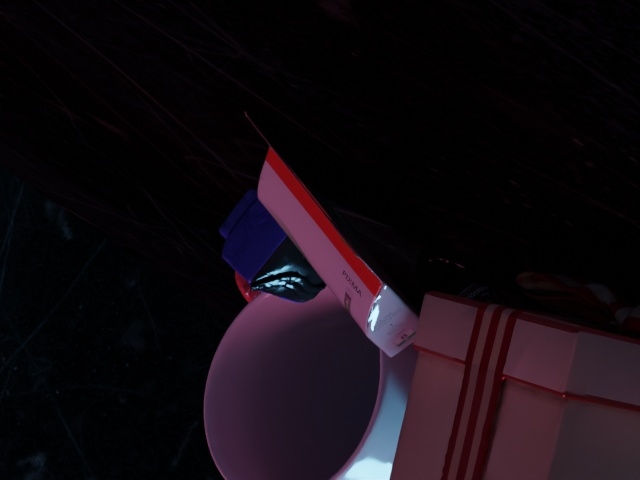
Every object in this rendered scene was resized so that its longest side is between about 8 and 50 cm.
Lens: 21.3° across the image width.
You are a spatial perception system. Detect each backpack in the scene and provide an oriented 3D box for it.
[{"bbox_3d":[-0.034,0.001,1.748,0.120,0.098,0.101,26,-160,-52],"label":"backpack"}]

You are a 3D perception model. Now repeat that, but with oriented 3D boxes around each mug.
[{"bbox_3d":[0.047,0.260,2.080,0.276,0.374,0.328,24,179,44],"label":"mug"}]

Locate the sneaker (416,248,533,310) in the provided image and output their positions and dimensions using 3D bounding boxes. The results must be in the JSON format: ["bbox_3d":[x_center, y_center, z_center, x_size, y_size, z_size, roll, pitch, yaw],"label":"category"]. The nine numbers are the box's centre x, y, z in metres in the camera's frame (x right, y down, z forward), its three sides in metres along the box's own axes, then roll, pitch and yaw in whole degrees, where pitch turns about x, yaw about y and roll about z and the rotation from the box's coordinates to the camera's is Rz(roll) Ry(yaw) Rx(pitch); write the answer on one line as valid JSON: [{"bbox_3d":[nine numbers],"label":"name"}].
[{"bbox_3d":[0.159,0.102,1.488,0.267,0.101,0.106,47,173,48],"label":"sneaker"}]

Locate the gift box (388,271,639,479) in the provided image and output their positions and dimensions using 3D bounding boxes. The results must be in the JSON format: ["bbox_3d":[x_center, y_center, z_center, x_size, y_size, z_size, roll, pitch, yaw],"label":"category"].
[{"bbox_3d":[0.213,0.163,1.262,0.276,0.258,0.255,12,-179,-29],"label":"gift box"}]

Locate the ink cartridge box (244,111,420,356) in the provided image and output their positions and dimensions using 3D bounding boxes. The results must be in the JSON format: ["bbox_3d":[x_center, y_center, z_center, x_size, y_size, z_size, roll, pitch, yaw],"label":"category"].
[{"bbox_3d":[0.000,0.000,1.521,0.181,0.056,0.225,52,-175,26],"label":"ink cartridge box"}]

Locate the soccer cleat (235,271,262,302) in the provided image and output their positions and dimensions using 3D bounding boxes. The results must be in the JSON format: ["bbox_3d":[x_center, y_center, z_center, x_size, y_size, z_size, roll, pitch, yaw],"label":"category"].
[{"bbox_3d":[-0.005,0.097,2.346,0.248,0.083,0.095,26,177,12],"label":"soccer cleat"}]
